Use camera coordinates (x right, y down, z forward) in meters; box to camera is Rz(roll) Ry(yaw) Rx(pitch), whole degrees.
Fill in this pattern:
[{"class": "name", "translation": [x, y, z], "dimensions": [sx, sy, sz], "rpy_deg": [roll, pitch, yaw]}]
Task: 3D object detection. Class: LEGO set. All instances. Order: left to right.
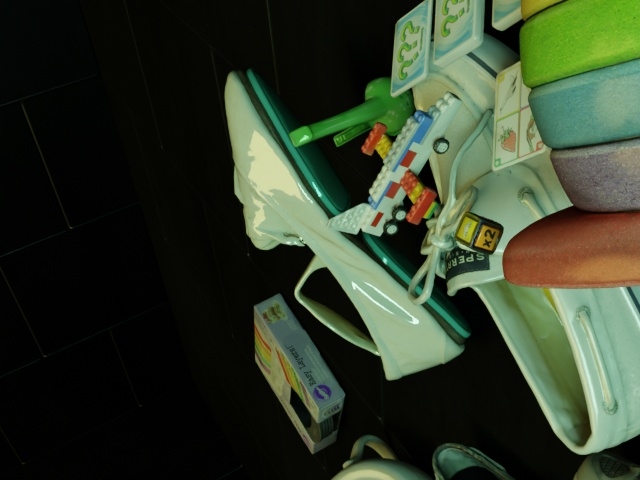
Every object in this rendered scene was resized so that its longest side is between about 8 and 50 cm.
[{"class": "LEGO set", "translation": [0.084, -0.101, 0.545], "dimensions": [0.182, 0.060, 0.244], "rpy_deg": [-21, 58, 57]}]

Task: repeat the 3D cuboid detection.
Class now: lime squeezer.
[{"class": "lime squeezer", "translation": [0.050, -0.123, 0.783], "dimensions": [0.059, 0.110, 0.310], "rpy_deg": [49, -169, -1]}]

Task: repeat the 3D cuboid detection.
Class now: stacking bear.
[{"class": "stacking bear", "translation": [0.171, -0.136, 0.387], "dimensions": [0.164, 0.175, 0.289], "rpy_deg": [-1, 104, 65]}]

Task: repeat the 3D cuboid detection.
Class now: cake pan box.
[{"class": "cake pan box", "translation": [-0.046, 0.277, 1.509], "dimensions": [0.267, 0.070, 0.245], "rpy_deg": [54, 159, 27]}]

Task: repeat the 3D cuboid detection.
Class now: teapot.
[{"class": "teapot", "translation": [0.117, 0.454, 1.138], "dimensions": [0.253, 0.256, 0.187], "rpy_deg": [11, 169, 41]}]

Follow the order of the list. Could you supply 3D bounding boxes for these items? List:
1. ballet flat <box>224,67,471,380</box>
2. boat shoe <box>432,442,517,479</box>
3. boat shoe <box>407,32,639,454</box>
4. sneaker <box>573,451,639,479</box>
[{"class": "ballet flat", "translation": [0.000, 0.000, 0.820], "dimensions": [0.400, 0.139, 0.139], "rpy_deg": [50, 161, -8]}, {"class": "boat shoe", "translation": [0.225, 0.326, 0.823], "dimensions": [0.105, 0.113, 0.306], "rpy_deg": [60, 174, -28]}, {"class": "boat shoe", "translation": [0.139, 0.002, 0.603], "dimensions": [0.367, 0.156, 0.136], "rpy_deg": [63, 160, 7]}, {"class": "sneaker", "translation": [0.304, 0.204, 0.559], "dimensions": [0.281, 0.105, 0.115], "rpy_deg": [-170, 92, -71]}]
